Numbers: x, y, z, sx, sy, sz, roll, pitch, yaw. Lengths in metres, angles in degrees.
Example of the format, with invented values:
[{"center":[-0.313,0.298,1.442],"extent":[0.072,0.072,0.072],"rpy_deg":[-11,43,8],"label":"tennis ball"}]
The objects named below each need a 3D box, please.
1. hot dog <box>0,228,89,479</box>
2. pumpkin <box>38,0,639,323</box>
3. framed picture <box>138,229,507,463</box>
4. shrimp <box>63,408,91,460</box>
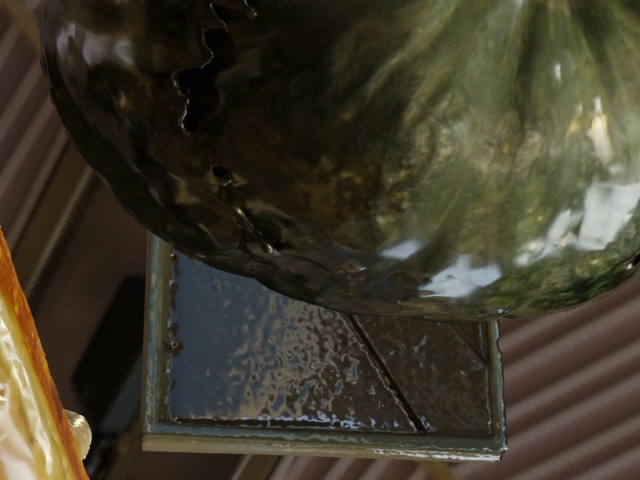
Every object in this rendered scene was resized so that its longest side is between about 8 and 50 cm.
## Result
[{"center":[-0.183,0.078,0.901],"extent":[0.117,0.158,0.349],"rpy_deg":[-17,-51,-6],"label":"hot dog"},{"center":[0.052,-0.130,0.704],"extent":[0.291,0.257,0.328],"rpy_deg":[9,-75,-14],"label":"pumpkin"},{"center":[0.000,0.001,1.044],"extent":[0.192,0.265,0.018],"rpy_deg":[4,-36,-7],"label":"framed picture"},{"center":[-0.254,0.164,1.529],"extent":[0.126,0.223,0.047],"rpy_deg":[14,-79,2],"label":"shrimp"}]
